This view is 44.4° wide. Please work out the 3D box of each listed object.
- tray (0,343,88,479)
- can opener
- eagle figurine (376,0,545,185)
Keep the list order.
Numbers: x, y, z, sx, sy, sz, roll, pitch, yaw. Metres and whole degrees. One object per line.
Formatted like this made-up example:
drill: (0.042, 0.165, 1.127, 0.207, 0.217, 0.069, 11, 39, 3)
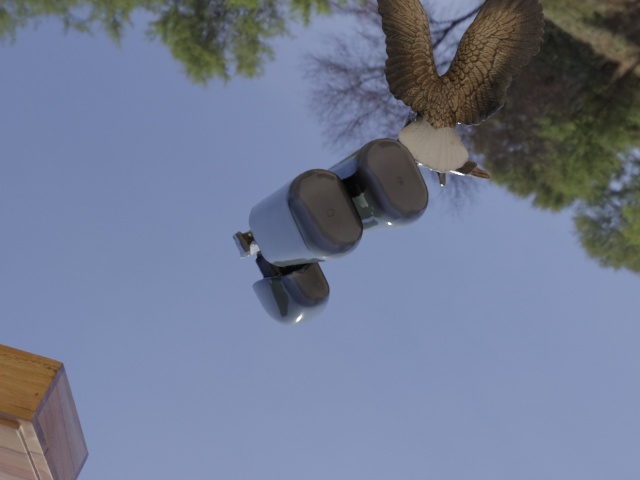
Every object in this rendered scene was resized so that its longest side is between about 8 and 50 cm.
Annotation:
tray: (-0.464, 0.156, 0.831, 0.410, 0.203, 0.076, 15, -131, 6)
can opener: (0.000, 0.000, 0.493, 0.074, 0.280, 0.093, -27, -91, -13)
eagle figurine: (0.177, -0.248, 1.164, 0.225, 0.299, 0.226, 29, -155, 35)
